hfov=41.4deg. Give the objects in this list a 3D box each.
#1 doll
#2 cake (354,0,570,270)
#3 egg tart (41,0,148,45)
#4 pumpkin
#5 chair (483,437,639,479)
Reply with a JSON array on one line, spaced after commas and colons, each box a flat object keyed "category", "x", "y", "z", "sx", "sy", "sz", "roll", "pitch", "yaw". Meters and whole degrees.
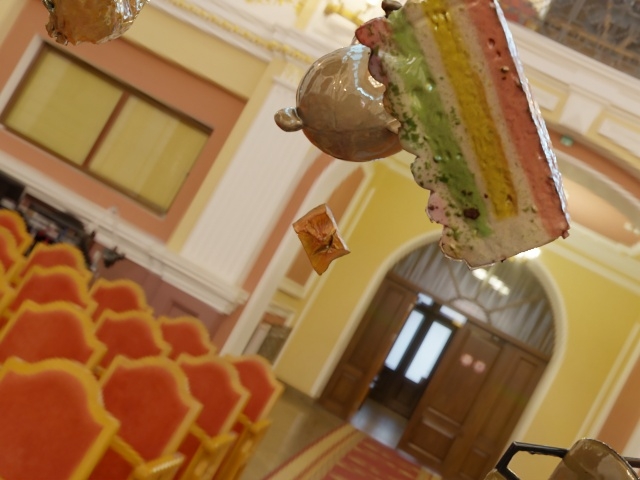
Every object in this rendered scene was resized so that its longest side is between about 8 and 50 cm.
[{"category": "doll", "x": 0.090, "y": -0.231, "z": 1.218, "sx": 0.235, "sy": 0.330, "sz": 0.174, "roll": 6, "pitch": -52, "yaw": 23}, {"category": "cake", "x": 0.121, "y": -0.098, "z": 0.690, "sx": 0.225, "sy": 0.109, "sz": 0.090, "roll": 66, "pitch": 24, "yaw": -14}, {"category": "egg tart", "x": -0.148, "y": -0.289, "z": 0.653, "sx": 0.116, "sy": 0.295, "sz": 0.295, "roll": 30, "pitch": -4, "yaw": -8}, {"category": "pumpkin", "x": -0.002, "y": -0.001, "z": 1.375, "sx": 0.101, "sy": 0.073, "sz": 0.035, "roll": 60, "pitch": 24, "yaw": 3}, {"category": "chair", "x": 0.262, "y": 0.293, "z": 0.845, "sx": 0.247, "sy": 0.172, "sz": 0.159, "roll": 29, "pitch": 15, "yaw": -24}]
